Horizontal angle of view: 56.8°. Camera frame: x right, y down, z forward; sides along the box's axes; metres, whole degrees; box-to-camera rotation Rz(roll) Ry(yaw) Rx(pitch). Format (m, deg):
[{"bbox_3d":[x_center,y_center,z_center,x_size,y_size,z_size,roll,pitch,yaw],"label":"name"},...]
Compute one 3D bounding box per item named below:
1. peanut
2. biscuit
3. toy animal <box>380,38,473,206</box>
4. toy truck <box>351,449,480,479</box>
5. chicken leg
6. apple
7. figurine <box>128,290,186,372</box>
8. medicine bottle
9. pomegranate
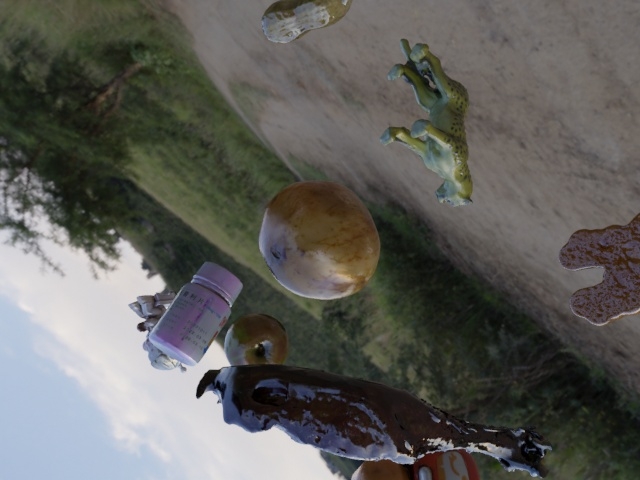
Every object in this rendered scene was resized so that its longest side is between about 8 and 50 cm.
[{"bbox_3d":[-0.025,-0.448,1.163,0.089,0.193,0.089,-12,-90,-72],"label":"peanut"},{"bbox_3d":[0.627,0.040,1.117,0.047,0.334,0.202,11,-117,-49],"label":"biscuit"},{"bbox_3d":[0.140,-0.146,0.705,0.136,0.073,0.181,28,-126,-35],"label":"toy animal"},{"bbox_3d":[0.208,0.528,1.290,0.239,0.265,0.189,43,-140,-62],"label":"toy truck"},{"bbox_3d":[0.035,0.124,0.411,0.253,0.051,0.106,11,165,7],"label":"chicken leg"},{"bbox_3d":[-0.088,0.144,0.808,0.089,0.089,0.074,50,155,-10],"label":"apple"},{"bbox_3d":[-0.486,0.291,1.807,0.144,0.182,0.256,5,-114,-67],"label":"figurine"},{"bbox_3d":[-0.326,0.193,1.575,0.152,0.254,0.152,25,156,12],"label":"medicine bottle"},{"bbox_3d":[0.000,0.000,1.142,0.248,0.248,0.248,50,179,1],"label":"pomegranate"}]
